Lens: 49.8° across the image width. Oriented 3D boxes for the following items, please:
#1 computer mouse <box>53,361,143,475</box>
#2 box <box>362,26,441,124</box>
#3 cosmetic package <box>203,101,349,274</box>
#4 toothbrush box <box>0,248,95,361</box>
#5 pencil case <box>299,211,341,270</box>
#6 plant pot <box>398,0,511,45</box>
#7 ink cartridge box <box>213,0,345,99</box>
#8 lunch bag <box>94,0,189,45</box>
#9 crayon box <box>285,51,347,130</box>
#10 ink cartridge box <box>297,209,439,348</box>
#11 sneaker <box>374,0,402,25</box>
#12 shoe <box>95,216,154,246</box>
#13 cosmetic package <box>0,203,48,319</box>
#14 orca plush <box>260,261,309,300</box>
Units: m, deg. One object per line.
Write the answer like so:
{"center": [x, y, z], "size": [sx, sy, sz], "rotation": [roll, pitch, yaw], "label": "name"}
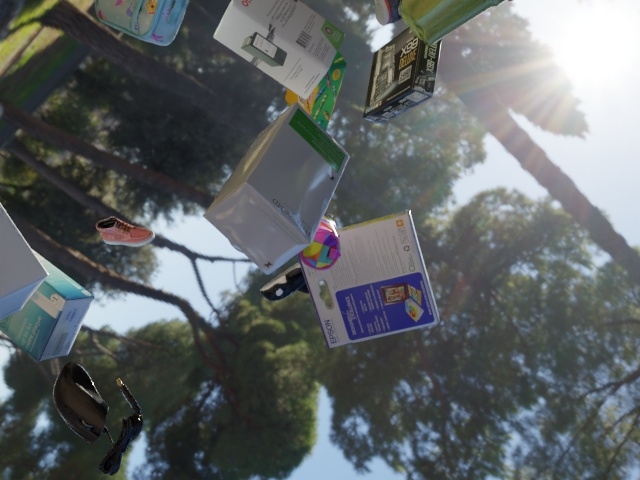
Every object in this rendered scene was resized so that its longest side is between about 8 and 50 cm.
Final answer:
{"center": [-0.461, 0.328, 1.389], "size": [0.262, 0.060, 0.184], "rotation": [49, -64, 26], "label": "computer mouse"}
{"center": [0.252, -0.518, 2.135], "size": [0.307, 0.077, 0.242], "rotation": [-15, -117, 64], "label": "box"}
{"center": [-0.087, -0.124, 1.540], "size": [0.155, 0.197, 0.365], "rotation": [-34, -158, 34], "label": "cosmetic package"}
{"center": [-0.856, 0.186, 2.063], "size": [0.216, 0.296, 0.126], "rotation": [-61, 159, 10], "label": "toothbrush box"}
{"center": [0.000, 0.000, 1.618], "size": [0.104, 0.104, 0.236], "rotation": [-47, -173, 9], "label": "pencil case"}
{"center": [0.328, -0.661, 1.811], "size": [0.254, 0.276, 0.276], "rotation": [-38, -158, 12], "label": "plant pot"}
{"center": [-0.097, -0.507, 1.698], "size": [0.115, 0.273, 0.198], "rotation": [-46, -163, 42], "label": "ink cartridge box"}
{"center": [-0.379, -0.592, 1.541], "size": [0.224, 0.108, 0.279], "rotation": [31, -73, 30], "label": "lunch bag"}
{"center": [-0.019, -0.480, 2.092], "size": [0.165, 0.081, 0.278], "rotation": [62, -27, 28], "label": "crayon box"}
{"center": [0.124, 0.105, 1.804], "size": [0.308, 0.303, 0.072], "rotation": [-14, -167, 14], "label": "ink cartridge box"}
{"center": [0.154, -0.572, 1.570], "size": [0.065, 0.157, 0.061], "rotation": [-14, -160, -21], "label": "sneaker"}
{"center": [-0.621, -0.029, 2.185], "size": [0.178, 0.081, 0.063], "rotation": [0, -127, 14], "label": "shoe"}
{"center": [-0.758, 0.055, 1.546], "size": [0.225, 0.224, 0.138], "rotation": [-36, 178, 43], "label": "cosmetic package"}
{"center": [-0.055, 0.121, 2.185], "size": [0.287, 0.102, 0.151], "rotation": [-38, -172, -41], "label": "orca plush"}
